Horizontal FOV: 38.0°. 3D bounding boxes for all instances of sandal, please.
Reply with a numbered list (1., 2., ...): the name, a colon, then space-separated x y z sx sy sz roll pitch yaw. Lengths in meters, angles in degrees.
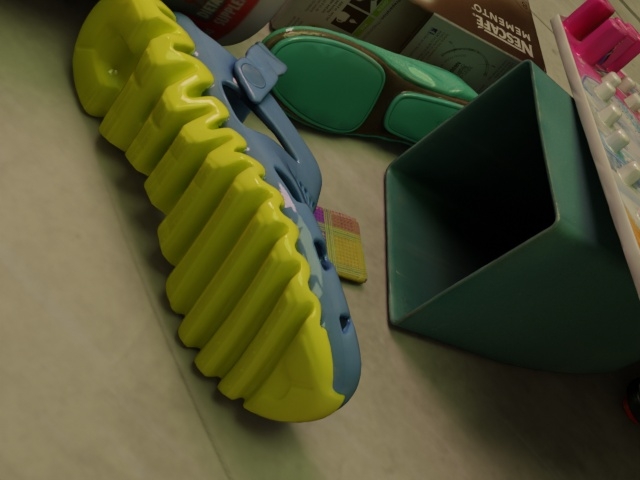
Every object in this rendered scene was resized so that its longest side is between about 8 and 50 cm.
1. sandal: -0.045 -0.034 0.619 0.138 0.126 0.317 -3 64 -46

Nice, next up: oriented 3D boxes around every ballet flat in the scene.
1. ballet flat: 0.039 -0.133 0.805 0.247 0.083 0.087 13 28 -33

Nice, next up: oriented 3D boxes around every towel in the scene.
1. towel: 0.000 0.000 0.710 0.083 0.009 0.060 16 51 -30

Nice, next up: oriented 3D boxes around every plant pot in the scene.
1. plant pot: 0.195 0.010 0.762 0.234 0.166 0.165 28 45 -29

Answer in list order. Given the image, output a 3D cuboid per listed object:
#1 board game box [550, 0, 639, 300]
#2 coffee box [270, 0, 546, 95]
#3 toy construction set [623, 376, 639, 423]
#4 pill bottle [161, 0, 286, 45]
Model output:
1. board game box: 0.356 0.010 0.741 0.390 0.050 0.390 34 34 -23
2. coffee box: 0.082 -0.224 0.880 0.247 0.098 0.141 21 48 -27
3. toy construction set: 0.398 0.145 0.846 0.215 0.151 0.327 42 31 -8
4. pill bottle: -0.182 -0.291 0.627 0.363 0.210 0.210 18 49 -29
